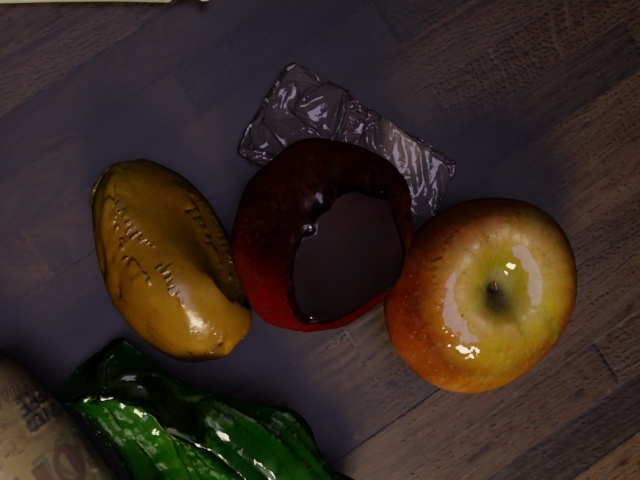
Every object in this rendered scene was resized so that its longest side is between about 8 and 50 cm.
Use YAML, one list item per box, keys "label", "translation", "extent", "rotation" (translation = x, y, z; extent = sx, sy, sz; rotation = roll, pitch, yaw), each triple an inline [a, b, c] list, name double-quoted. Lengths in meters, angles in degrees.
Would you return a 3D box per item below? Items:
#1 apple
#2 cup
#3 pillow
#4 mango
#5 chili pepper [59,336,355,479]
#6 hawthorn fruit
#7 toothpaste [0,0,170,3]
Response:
- label: "apple"
  translation: [0.182, 0.062, 1.437]
  extent: [0.235, 0.173, 0.210]
  rotation: [-25, 90, -15]
- label: "cup"
  translation: [-0.385, 0.277, 1.341]
  extent: [0.301, 0.227, 0.257]
  rotation: [-30, 88, -24]
- label: "pillow"
  translation: [0.036, -0.098, 1.476]
  extent: [0.248, 0.049, 0.135]
  rotation: [32, 86, -8]
- label: "mango"
  translation: [-0.173, 0.024, 1.397]
  extent: [0.151, 0.156, 0.249]
  rotation: [-26, 90, -5]
- label: "chili pepper"
  translation: [-0.108, 0.244, 1.400]
  extent: [0.385, 0.213, 0.167]
  rotation: [41, 44, -4]
- label: "hawthorn fruit"
  translation: [0.000, 0.000, 1.372]
  extent: [0.215, 0.250, 0.215]
  rotation: [2, 74, -6]
- label: "toothpaste"
  translation: [-0.285, -0.307, 1.437]
  extent: [0.314, 0.056, 0.058]
  rotation: [1, 51, -4]
